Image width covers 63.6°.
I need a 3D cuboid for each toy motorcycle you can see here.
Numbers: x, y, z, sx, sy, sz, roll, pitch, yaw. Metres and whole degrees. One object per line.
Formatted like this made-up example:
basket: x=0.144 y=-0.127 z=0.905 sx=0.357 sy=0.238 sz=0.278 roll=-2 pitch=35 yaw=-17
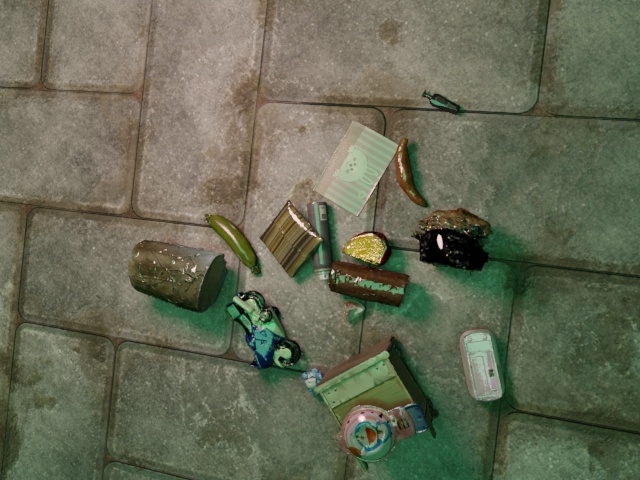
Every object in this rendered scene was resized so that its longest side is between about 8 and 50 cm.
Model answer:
toy motorcycle: x=-0.224 y=0.342 z=1.908 sx=0.196 sy=0.125 sz=0.331 roll=-37 pitch=85 yaw=10

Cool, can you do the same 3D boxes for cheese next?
cheese: x=0.187 y=0.587 z=1.599 sx=0.286 sy=0.074 sz=0.188 roll=-23 pitch=89 yaw=12

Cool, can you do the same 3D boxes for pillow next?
pillow: x=-0.112 y=-0.005 z=1.882 sx=0.212 sy=0.052 sz=0.208 roll=50 pitch=121 yaw=20

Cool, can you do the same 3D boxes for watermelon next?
watermelon: x=0.115 y=0.247 z=1.849 sx=0.085 sy=0.061 sz=0.085 roll=0 pitch=91 yaw=23

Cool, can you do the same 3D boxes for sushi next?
sushi: x=0.442 y=-0.008 z=1.697 sx=0.239 sy=0.225 sz=0.218 roll=17 pitch=84 yaw=-19

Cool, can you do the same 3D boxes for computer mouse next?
computer mouse: x=0.545 y=0.419 z=1.745 sx=0.126 sy=0.056 sz=0.244 roll=-12 pitch=86 yaw=13

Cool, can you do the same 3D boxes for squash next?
squash: x=-0.326 y=-0.004 z=1.958 sx=0.071 sy=0.080 sz=0.318 roll=-38 pitch=80 yaw=-28

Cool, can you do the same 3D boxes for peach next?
peach: x=0.170 y=0.033 z=1.824 sx=0.172 sy=0.092 sz=0.127 roll=-9 pitch=83 yaw=25

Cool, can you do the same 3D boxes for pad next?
pad: x=0.127 y=-0.263 z=1.878 sx=0.202 sy=0.005 sz=0.299 roll=33 pitch=97 yaw=12

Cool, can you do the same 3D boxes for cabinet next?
cabinet: x=0.198 y=0.544 z=1.748 sx=0.290 sy=0.227 sz=0.317 roll=-32 pitch=85 yaw=11

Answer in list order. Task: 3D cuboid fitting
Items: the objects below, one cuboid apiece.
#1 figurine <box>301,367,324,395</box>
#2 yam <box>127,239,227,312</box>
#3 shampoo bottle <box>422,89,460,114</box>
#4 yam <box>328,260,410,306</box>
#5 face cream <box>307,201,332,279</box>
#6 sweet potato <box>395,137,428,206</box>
figurine: x=-0.018 y=0.519 z=1.872 sx=0.114 sy=0.079 sz=0.114 roll=7 pitch=102 yaw=38
yam: x=-0.532 y=0.125 z=1.928 sx=0.349 sy=0.241 sz=0.240 roll=13 pitch=93 yaw=18
shampoo bottle: x=0.417 y=-0.480 z=1.796 sx=0.137 sy=0.027 sz=0.048 roll=30 pitch=83 yaw=12
yam: x=0.168 y=0.153 z=1.808 sx=0.280 sy=0.131 sz=0.130 roll=11 pitch=92 yaw=15
face cream: x=0.000 y=0.000 z=1.874 sx=0.073 sy=0.073 sz=0.283 roll=-6 pitch=88 yaw=14
sweet potato: x=0.304 y=-0.229 z=1.810 sx=0.078 sy=0.058 sz=0.255 roll=-17 pitch=90 yaw=-7
